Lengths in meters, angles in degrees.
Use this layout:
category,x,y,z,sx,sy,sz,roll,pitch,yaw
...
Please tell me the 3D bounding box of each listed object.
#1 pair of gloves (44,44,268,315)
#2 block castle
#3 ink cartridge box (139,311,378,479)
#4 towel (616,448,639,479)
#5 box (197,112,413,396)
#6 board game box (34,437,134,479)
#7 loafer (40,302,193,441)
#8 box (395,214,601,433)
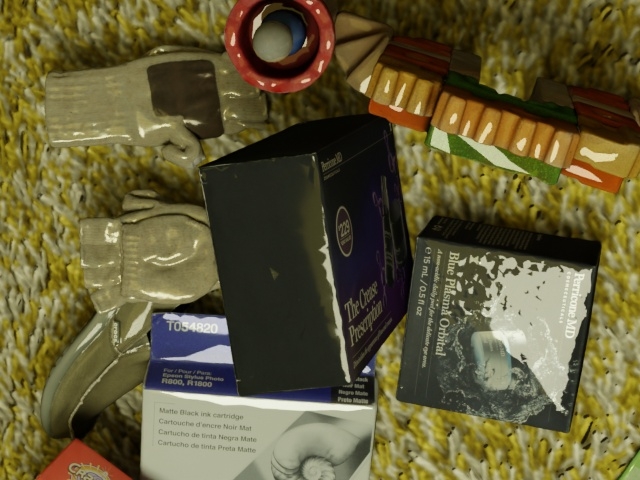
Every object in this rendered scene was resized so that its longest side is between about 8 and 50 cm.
category,x,y,z,sx,sy,sz,roll,pitch,yaw
pair of gloves,-0.138,-0.061,1.161,0.204,0.042,0.240,-12,87,-5
block castle,0.173,-0.206,0.951,0.453,0.213,0.303,17,110,2
ink cartridge box,-0.059,0.184,1.193,0.223,0.045,0.224,3,108,-1
towel,0.334,0.265,1.146,0.152,0.023,0.113,32,103,7
box,0.000,0.000,1.057,0.103,0.261,0.184,-9,100,17
board game box,-0.199,0.364,1.233,0.242,0.064,0.316,35,134,5
loafer,-0.188,0.106,1.222,0.087,0.094,0.251,36,108,8
box,0.159,0.072,1.119,0.158,0.093,0.156,9,105,12
